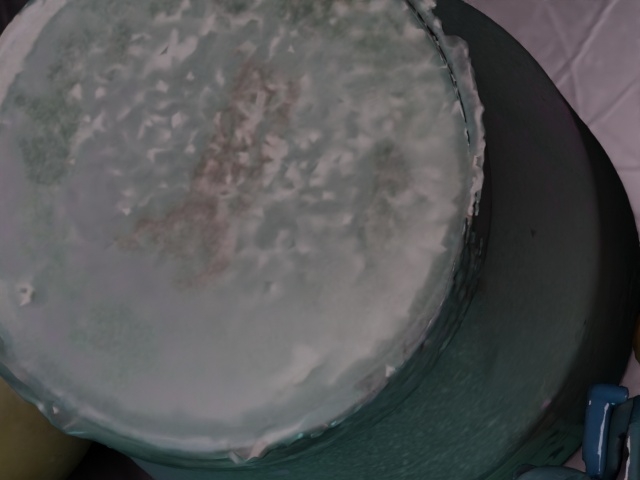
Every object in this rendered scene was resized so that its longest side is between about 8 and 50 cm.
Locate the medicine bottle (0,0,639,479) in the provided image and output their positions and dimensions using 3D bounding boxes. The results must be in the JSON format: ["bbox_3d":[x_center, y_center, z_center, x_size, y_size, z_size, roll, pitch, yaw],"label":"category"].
[{"bbox_3d":[0.000,0.000,0.705,0.245,0.290,0.245,-3,79,16],"label":"medicine bottle"}]

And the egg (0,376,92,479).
[{"bbox_3d":[-0.175,0.038,0.817,0.164,0.164,0.201,-28,59,10],"label":"egg"}]

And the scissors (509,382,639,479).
[{"bbox_3d":[0.119,0.255,0.709,0.032,0.180,0.393,1,94,37],"label":"scissors"}]

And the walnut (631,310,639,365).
[{"bbox_3d":[0.230,0.013,0.668,0.228,0.228,0.228,-3,78,16],"label":"walnut"}]
